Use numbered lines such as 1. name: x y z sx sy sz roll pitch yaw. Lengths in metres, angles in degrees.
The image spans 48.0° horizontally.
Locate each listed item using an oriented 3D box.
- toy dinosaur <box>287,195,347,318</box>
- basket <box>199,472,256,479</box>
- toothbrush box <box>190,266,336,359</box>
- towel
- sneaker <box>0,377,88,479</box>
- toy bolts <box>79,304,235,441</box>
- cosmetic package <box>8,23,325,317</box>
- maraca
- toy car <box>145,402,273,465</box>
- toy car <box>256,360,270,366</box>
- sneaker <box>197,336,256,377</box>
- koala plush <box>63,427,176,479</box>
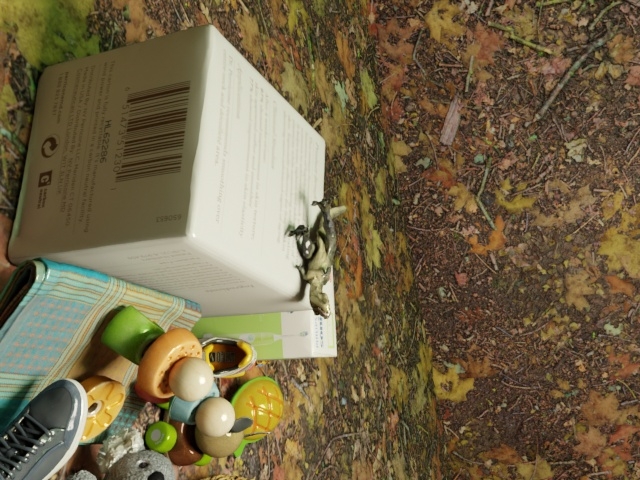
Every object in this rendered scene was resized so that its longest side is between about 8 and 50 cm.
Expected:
1. toy dinosaur: 0.000 0.000 1.167 0.268 0.064 0.118 -77 157 -43
2. basket: -0.116 0.552 1.300 0.299 0.223 0.214 35 66 -59
3. toothbrush box: -0.124 0.128 1.377 0.122 0.283 0.206 20 65 -64
4. towel: -0.334 0.175 1.009 0.271 0.040 0.370 -58 152 1
5. sneaker: -0.375 0.259 0.850 0.226 0.086 0.163 -57 168 -15
6. toy bolts: -0.228 0.235 1.037 0.218 0.158 0.228 -55 153 -9
7. cosmetic package: -0.217 -0.075 1.166 0.393 0.327 0.330 37 50 -58
8. maraca: -0.149 0.364 1.494 0.185 0.099 0.127 -39 111 -35
9. toy car: -0.187 0.328 1.289 0.155 0.188 0.149 47 42 -54
10. toy car: -0.132 0.328 1.637 0.040 0.060 0.122 -7 68 -25
11. sneaker: -0.221 0.201 1.239 0.093 0.225 0.088 124 -43 -72
12. koala plush: -0.288 0.385 1.026 0.196 0.203 0.221 45 35 -7
